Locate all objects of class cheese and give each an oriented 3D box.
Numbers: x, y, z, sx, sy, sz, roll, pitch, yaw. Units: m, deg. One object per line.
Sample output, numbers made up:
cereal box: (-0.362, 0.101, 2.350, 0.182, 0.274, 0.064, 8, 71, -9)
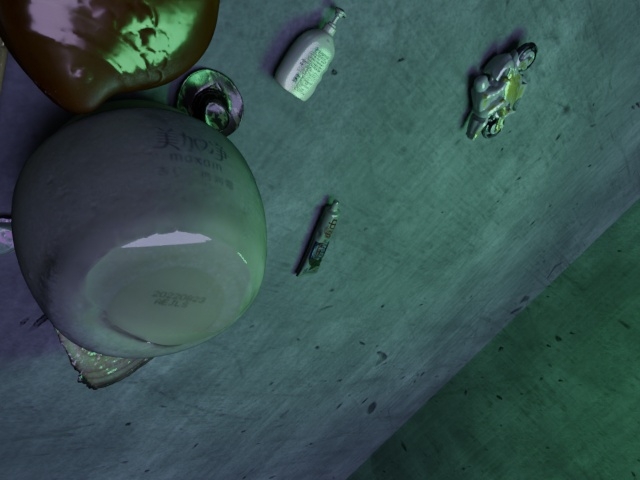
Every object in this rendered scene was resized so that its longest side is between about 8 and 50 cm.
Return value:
cheese: (-0.500, 0.005, 0.669, 0.120, 0.026, 0.067, -34, 141, -6)

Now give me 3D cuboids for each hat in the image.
hat: (-0.171, -0.205, 0.700, 0.121, 0.050, 0.121, -19, 135, -20)

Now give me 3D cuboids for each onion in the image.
onion: (-0.377, 0.124, 0.832, 0.247, 0.111, 0.250, -36, 137, -41)

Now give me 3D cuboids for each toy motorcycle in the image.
toy motorcycle: (0.397, -0.333, 1.001, 0.151, 0.074, 0.229, -9, 134, -29)

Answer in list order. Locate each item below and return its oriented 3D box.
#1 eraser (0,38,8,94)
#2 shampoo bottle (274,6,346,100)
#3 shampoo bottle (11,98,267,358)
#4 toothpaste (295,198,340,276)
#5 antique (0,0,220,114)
eraser: (-0.422, -0.211, 0.492, 0.117, 0.058, 0.172, 7, 123, -42)
shampoo bottle: (-0.010, -0.310, 0.726, 0.077, 0.045, 0.152, 17, 118, -44)
shampoo bottle: (-0.236, -0.013, 0.616, 0.322, 0.317, 0.322, -16, 141, -14)
toothpaste: (0.000, 0.000, 1.047, 0.060, 0.038, 0.233, -4, 133, -33)
antique: (-0.230, -0.277, 0.499, 0.278, 0.129, 0.223, -52, 146, 1)
